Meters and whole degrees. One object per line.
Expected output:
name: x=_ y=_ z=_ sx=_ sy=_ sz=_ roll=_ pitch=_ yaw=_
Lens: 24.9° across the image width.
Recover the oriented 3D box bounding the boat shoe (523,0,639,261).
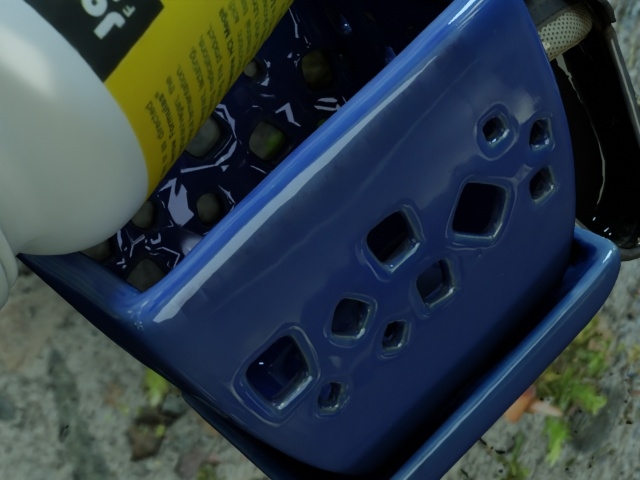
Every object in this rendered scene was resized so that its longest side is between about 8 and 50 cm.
boat shoe: x=0.109 y=-0.134 z=0.828 sx=0.132 sy=0.130 sz=0.355 roll=-41 pitch=115 yaw=-13

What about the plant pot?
plant pot: x=0.000 y=0.000 z=0.753 sx=0.236 sy=0.236 sz=0.212 roll=-44 pitch=122 yaw=-12

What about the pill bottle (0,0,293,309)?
pill bottle: x=-0.119 y=-0.117 z=0.640 sx=0.188 sy=0.188 sz=0.334 roll=47 pitch=61 yaw=-26
